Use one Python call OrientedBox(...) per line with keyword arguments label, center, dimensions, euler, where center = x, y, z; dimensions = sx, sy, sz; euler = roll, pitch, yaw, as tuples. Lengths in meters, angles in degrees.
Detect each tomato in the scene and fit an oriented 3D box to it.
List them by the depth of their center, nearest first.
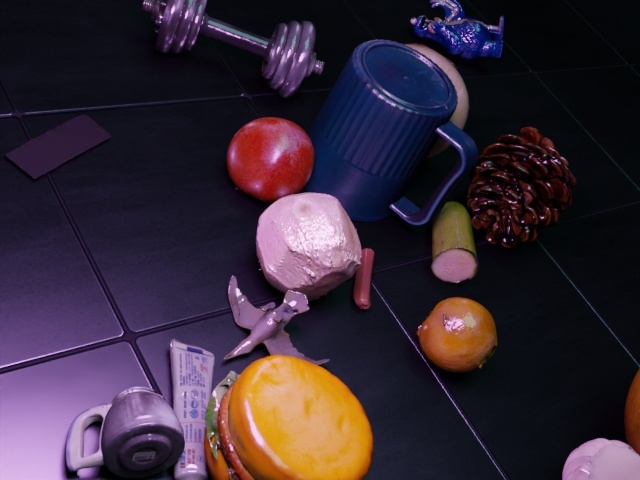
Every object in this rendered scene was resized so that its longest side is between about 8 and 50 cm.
OrientedBox(label="tomato", center=(-0.089, -0.156, 1.604), dimensions=(0.167, 0.167, 0.167), euler=(16, 44, -16))

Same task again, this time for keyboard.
OrientedBox(label="keyboard", center=(-0.466, -0.169, 1.502), dimensions=(0.074, 0.015, 0.196), euler=(41, 43, 5))

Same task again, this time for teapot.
OrientedBox(label="teapot", center=(-0.265, 0.267, 1.159), dimensions=(0.111, 0.149, 0.108), euler=(49, 9, -40))

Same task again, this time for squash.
OrientedBox(label="squash", center=(0.272, -0.007, 1.716), dimensions=(0.095, 0.095, 0.188), euler=(21, 39, -11))

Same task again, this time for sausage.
OrientedBox(label="sausage", center=(0.083, 0.069, 1.572), dimensions=(0.030, 0.035, 0.147), euler=(48, 31, -30))

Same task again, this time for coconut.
OrientedBox(label="coconut", center=(-0.026, 0.001, 1.470), dimensions=(0.194, 0.194, 0.194), euler=(16, 44, -16))

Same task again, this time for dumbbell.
OrientedBox(label="dumbbell", center=(-0.182, -0.436, 1.794), dimensions=(0.406, 0.179, 0.179), euler=(17, 44, -14))

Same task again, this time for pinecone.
OrientedBox(label="pinecone", center=(0.427, -0.115, 1.810), dimensions=(0.224, 0.224, 0.272), euler=(39, 47, 9))

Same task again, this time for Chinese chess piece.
OrientedBox(label="Chinese chess piece", center=(0.195, -0.299, 1.818), dimensions=(0.257, 0.257, 0.104), euler=(35, 53, 5))

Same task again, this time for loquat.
OrientedBox(label="loquat", center=(0.247, 0.170, 1.498), dimensions=(0.141, 0.141, 0.141), euler=(16, 44, -16))

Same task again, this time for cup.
OrientedBox(label="cup", center=(0.121, -0.198, 1.656), dimensions=(0.242, 0.292, 0.308), euler=(-1, 50, -31))

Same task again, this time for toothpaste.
OrientedBox(label="toothpaste", center=(-0.189, 0.260, 1.228), dimensions=(0.069, 0.047, 0.268), euler=(-2, 46, -6))

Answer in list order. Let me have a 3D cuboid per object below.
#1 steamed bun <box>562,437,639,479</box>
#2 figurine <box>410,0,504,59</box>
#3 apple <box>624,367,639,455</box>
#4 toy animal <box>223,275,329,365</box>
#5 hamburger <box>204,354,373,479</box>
OrientedBox(label="steamed bun", center=(0.485, 0.429, 1.408), dimensions=(0.183, 0.106, 0.183), euler=(10, 51, -13))
OrientedBox(label="figurine", center=(0.374, -0.562, 2.287), dimensions=(0.262, 0.121, 0.164), euler=(22, 59, 7))
OrientedBox(label="apple", center=(0.743, 0.319, 1.462), dimensions=(0.384, 0.374, 0.374), euler=(36, 42, 12))
OrientedBox(label="toy animal", center=(-0.096, 0.137, 1.363), dimensions=(0.219, 0.095, 0.155), euler=(45, 40, 16))
OrientedBox(label="hamburger", center=(-0.056, 0.289, 1.183), dimensions=(0.246, 0.170, 0.246), euler=(25, 33, -18))
